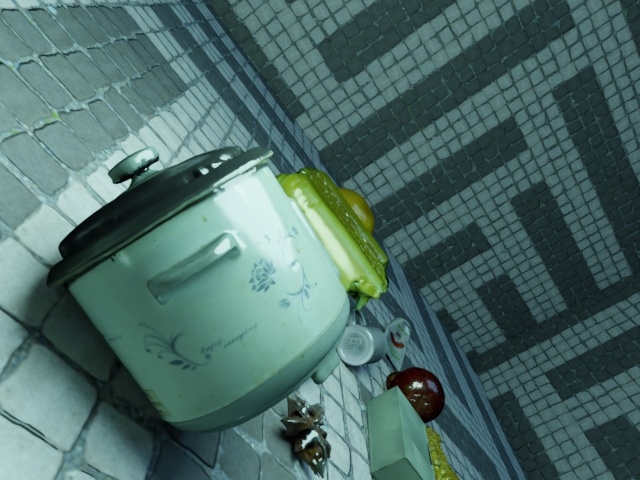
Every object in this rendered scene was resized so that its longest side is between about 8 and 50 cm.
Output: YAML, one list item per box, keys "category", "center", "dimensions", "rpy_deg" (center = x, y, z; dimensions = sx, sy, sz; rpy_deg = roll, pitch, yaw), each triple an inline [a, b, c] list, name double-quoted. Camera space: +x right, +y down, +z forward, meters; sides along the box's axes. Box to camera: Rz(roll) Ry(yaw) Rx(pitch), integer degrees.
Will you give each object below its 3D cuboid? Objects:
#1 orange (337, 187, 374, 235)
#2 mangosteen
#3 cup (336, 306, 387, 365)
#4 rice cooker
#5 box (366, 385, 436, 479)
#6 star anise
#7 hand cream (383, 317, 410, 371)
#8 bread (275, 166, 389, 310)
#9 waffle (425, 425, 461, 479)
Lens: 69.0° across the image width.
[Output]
- category: "orange"
  center: [0.044, -0.047, 1.390]
  dimensions: [0.236, 0.236, 0.236]
  rpy_deg: [53, 14, -19]
- category: "mangosteen"
  center: [0.264, 0.405, 1.271]
  dimensions: [0.156, 0.145, 0.181]
  rpy_deg: [39, 27, 6]
- category: "cup"
  center: [0.095, 0.249, 1.177]
  dimensions: [0.136, 0.099, 0.133]
  rpy_deg: [49, 10, 23]
- category: "rice cooker"
  center: [-0.126, 0.035, 0.518]
  dimensions: [0.316, 0.264, 0.316]
  rpy_deg: [54, -10, 14]
- category: "box"
  center: [0.172, 0.445, 1.006]
  dimensions: [0.129, 0.086, 0.225]
  rpy_deg: [55, 13, -12]
- category: "star anise"
  center: [-0.018, 0.291, 0.739]
  dimensions: [0.124, 0.056, 0.129]
  rpy_deg: [56, 13, -1]
- category: "hand cream"
  center: [0.268, 0.353, 1.657]
  dimensions: [0.121, 0.076, 0.336]
  rpy_deg: [56, 19, 1]
- category: "bread"
  center: [0.000, 0.000, 1.159]
  dimensions: [0.376, 0.208, 0.251]
  rpy_deg: [58, 20, 3]
- category: "waffle"
  center: [0.294, 0.567, 1.196]
  dimensions: [0.193, 0.070, 0.197]
  rpy_deg: [60, 14, 17]
